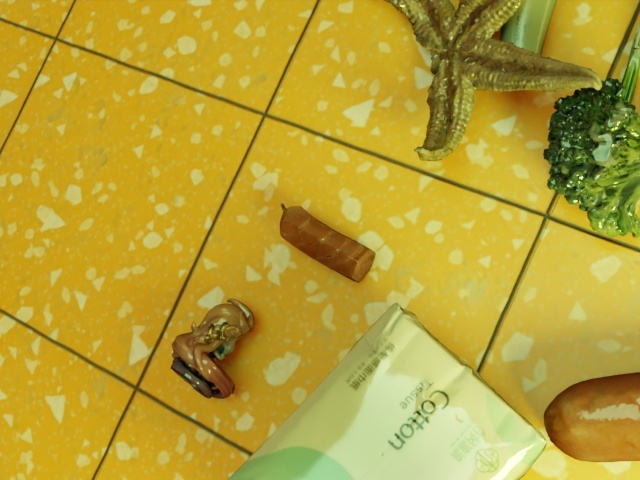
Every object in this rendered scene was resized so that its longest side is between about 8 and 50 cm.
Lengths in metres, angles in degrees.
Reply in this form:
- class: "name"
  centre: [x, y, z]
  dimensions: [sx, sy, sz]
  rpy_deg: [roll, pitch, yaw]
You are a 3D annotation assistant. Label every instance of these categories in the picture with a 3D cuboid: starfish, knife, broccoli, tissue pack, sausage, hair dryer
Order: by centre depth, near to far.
- class: "sausage"
  centre: [0.411, 0.217, 1.066]
  dimensions: [0.259, 0.113, 0.114]
  rpy_deg: [-8, 74, 19]
- class: "tissue pack"
  centre: [0.079, 0.299, 1.119]
  dimensions: [0.266, 0.194, 0.356]
  rpy_deg: [43, 89, 22]
- class: "broccoli"
  centre: [0.432, -0.098, 1.131]
  dimensions: [0.274, 0.177, 0.199]
  rpy_deg: [12, 83, 7]
- class: "knife"
  centre: [0.445, -0.247, 1.222]
  dimensions: [0.022, 0.026, 0.184]
  rpy_deg: [15, 86, 31]
- class: "starfish"
  centre: [0.198, -0.293, 1.240]
  dimensions: [0.383, 0.132, 0.398]
  rpy_deg: [-24, 57, 49]
- class: "hair dryer"
  centre: [0.367, -0.350, 1.251]
  dimensions: [0.298, 0.119, 0.296]
  rpy_deg: [29, 95, 13]
- class: "sausage"
  centre: [0.000, 0.001, 1.314]
  dimensions: [0.169, 0.065, 0.065]
  rpy_deg: [30, 89, 26]

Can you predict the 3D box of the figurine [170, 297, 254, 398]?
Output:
- class: "figurine"
  centre: [-0.168, 0.160, 1.314]
  dimensions: [0.114, 0.126, 0.157]
  rpy_deg: [20, 84, -18]
